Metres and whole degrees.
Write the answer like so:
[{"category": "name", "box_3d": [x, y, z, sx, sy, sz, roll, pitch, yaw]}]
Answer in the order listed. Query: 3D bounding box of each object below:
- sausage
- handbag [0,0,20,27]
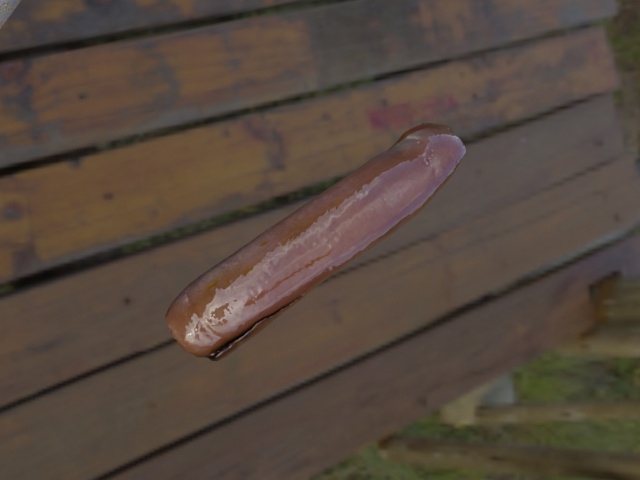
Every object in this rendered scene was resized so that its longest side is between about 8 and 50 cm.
[{"category": "sausage", "box_3d": [-0.001, -0.001, 0.768, 0.177, 0.047, 0.040, -36, 90, -5]}, {"category": "handbag", "box_3d": [-0.287, -0.204, 1.194, 0.095, 0.173, 0.117, 53, 34, 12]}]
